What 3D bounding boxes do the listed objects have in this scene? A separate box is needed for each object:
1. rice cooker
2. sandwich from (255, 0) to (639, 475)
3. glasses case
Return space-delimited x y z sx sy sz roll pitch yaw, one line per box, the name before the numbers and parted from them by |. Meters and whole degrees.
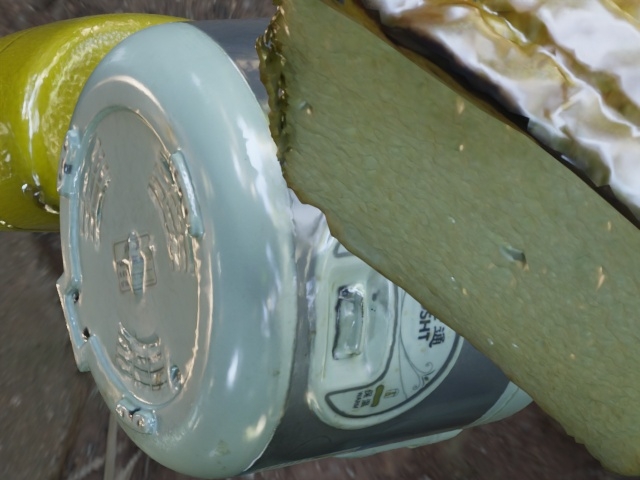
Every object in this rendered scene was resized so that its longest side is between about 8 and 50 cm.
rice cooker | 0.003 0.000 1.032 0.277 0.288 0.288 -6 94 -30
sandwich | 0.077 -0.025 0.593 0.226 0.251 0.087 41 78 16
glasses case | -0.157 -0.094 1.385 0.141 0.371 0.173 -5 89 35
